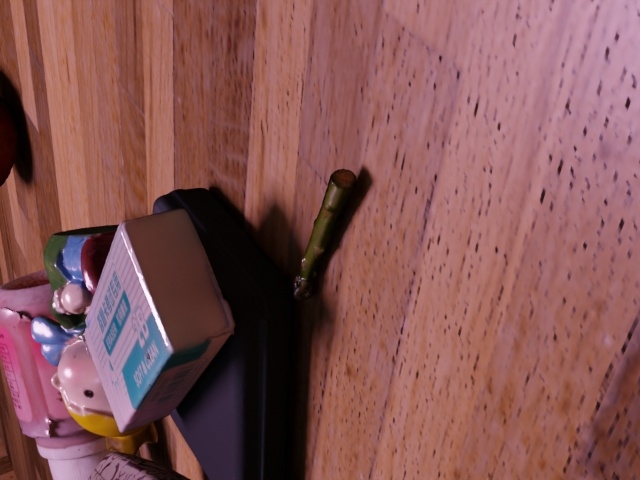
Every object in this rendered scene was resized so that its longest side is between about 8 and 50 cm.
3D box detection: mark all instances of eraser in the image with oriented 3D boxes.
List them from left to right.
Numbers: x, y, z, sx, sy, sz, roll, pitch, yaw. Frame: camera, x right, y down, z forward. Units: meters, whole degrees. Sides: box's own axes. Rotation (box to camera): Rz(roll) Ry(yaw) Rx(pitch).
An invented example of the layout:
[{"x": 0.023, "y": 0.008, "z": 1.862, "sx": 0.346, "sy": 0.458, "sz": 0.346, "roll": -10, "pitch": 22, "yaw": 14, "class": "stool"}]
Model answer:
[{"x": -0.126, "y": 0.068, "z": 0.673, "sx": 0.095, "sy": 0.052, "sz": 0.225, "roll": 65, "pitch": 153, "yaw": 15, "class": "eraser"}]

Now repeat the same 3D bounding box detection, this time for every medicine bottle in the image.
[{"x": -0.278, "y": 0.158, "z": 1.037, "sx": 0.147, "sy": 0.147, "sz": 0.247, "roll": 11, "pitch": 115, "yaw": 61, "class": "medicine bottle"}]

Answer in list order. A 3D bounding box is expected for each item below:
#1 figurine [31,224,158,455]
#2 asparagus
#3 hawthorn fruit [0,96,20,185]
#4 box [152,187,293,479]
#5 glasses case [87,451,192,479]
[{"x": -0.192, "y": 0.103, "z": 0.880, "sx": 0.185, "sy": 0.127, "sz": 0.234, "roll": 1, "pitch": 96, "yaw": 55, "class": "figurine"}, {"x": 0.000, "y": 0.000, "z": 0.542, "sx": 0.015, "sy": 0.018, "sz": 0.127, "roll": 25, "pitch": 145, "yaw": 4, "class": "asparagus"}, {"x": -0.498, "y": -0.152, "z": 1.261, "sx": 0.235, "sy": 0.181, "sz": 0.181, "roll": -34, "pitch": 74, "yaw": 53, "class": "hawthorn fruit"}, {"x": -0.077, "y": 0.089, "z": 0.707, "sx": 0.160, "sy": 0.050, "sz": 0.230, "roll": 46, "pitch": 143, "yaw": 44, "class": "box"}, {"x": -0.102, "y": 0.260, "z": 0.772, "sx": 0.137, "sy": 0.085, "sz": 0.354, "roll": 40, "pitch": 165, "yaw": -23, "class": "glasses case"}]
